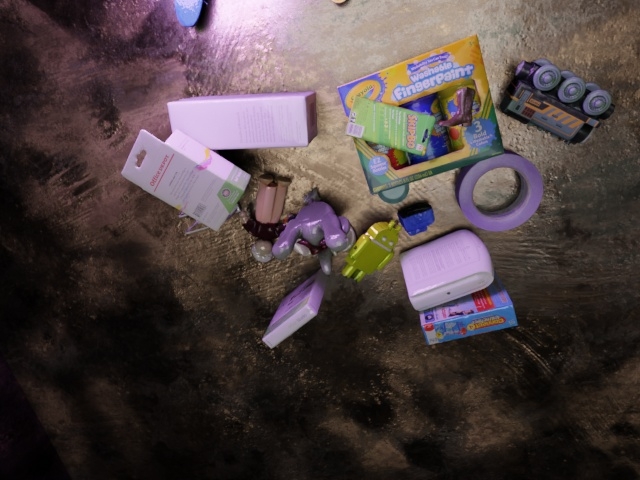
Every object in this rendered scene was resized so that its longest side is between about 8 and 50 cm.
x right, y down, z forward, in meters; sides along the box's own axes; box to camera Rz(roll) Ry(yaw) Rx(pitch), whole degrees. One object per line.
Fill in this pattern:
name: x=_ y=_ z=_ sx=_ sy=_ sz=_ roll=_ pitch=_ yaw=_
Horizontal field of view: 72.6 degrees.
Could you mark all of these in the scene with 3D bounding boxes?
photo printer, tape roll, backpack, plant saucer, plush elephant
photo printer: x=0.454 y=0.097 z=1.571 sx=0.307 sy=0.256 sz=0.107 roll=-24 pitch=125 yaw=15
tape roll: x=0.620 y=-0.175 z=1.526 sx=0.274 sy=0.090 sz=0.275 roll=3 pitch=111 yaw=7
backpack: x=0.356 y=-0.081 z=1.599 sx=0.120 sy=0.098 sz=0.101 roll=-23 pitch=116 yaw=3
plant saucer: x=0.267 y=-0.194 z=1.605 sx=0.119 sy=0.021 sz=0.120 roll=3 pitch=112 yaw=7
plush elephant: x=0.000 y=0.000 z=1.608 sx=0.271 sy=0.330 sz=0.256 roll=-14 pitch=132 yaw=14

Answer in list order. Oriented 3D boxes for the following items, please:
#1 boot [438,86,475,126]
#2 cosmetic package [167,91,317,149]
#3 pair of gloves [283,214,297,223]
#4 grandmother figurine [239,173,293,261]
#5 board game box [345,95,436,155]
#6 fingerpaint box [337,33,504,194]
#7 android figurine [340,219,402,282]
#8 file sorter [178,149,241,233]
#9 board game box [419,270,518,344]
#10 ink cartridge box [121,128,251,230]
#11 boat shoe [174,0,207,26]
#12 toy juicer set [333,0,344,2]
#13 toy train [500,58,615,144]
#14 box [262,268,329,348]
boot: x=0.409 y=-0.401 z=1.308 sx=0.106 sy=0.037 sz=0.114 roll=-4 pitch=110 yaw=-4
cosmetic package: x=-0.250 y=-0.409 z=1.485 sx=0.452 sy=0.230 sz=0.162 roll=1 pitch=112 yaw=9
pair of gloves: x=-0.114 y=-0.058 z=1.691 sx=0.010 sy=0.074 sz=0.083 roll=36 pitch=132 yaw=42
grandmother figurine: x=-0.209 y=-0.076 z=1.676 sx=0.207 sy=0.104 sz=0.343 roll=9 pitch=112 yaw=-2
board game box: x=0.216 y=-0.357 z=1.359 sx=0.259 sy=0.039 sz=0.124 roll=18 pitch=112 yaw=8
fingerpaint box: x=0.324 y=-0.398 z=1.430 sx=0.444 sy=0.163 sz=0.372 roll=-16 pitch=104 yaw=14
android figurine: x=0.195 y=0.038 z=1.615 sx=0.273 sy=0.248 sz=0.056 roll=-49 pitch=55 yaw=8
file sorter: x=-0.456 y=-0.191 z=1.630 sx=0.192 sy=0.173 sz=0.278 roll=-15 pitch=108 yaw=13
board game box: x=0.511 y=0.225 z=1.579 sx=0.301 sy=0.308 sz=0.086 roll=-16 pitch=109 yaw=15
ink cartridge box: x=-0.434 y=-0.212 z=1.426 sx=0.353 sy=0.119 sz=0.207 roll=32 pitch=122 yaw=-16
boat shoe: x=-0.417 y=-0.835 z=1.424 sx=0.108 sy=0.089 sz=0.259 roll=9 pitch=107 yaw=-9
toy juicer set: x=-0.038 y=-0.891 z=1.342 sx=0.328 sy=0.089 sz=0.209 roll=21 pitch=113 yaw=0
toy train: x=0.748 y=-0.438 z=1.388 sx=0.333 sy=0.142 sz=0.190 roll=24 pitch=125 yaw=-4
box: x=-0.086 y=0.251 z=1.667 sx=0.232 sy=0.322 sz=0.058 roll=-40 pitch=98 yaw=20
